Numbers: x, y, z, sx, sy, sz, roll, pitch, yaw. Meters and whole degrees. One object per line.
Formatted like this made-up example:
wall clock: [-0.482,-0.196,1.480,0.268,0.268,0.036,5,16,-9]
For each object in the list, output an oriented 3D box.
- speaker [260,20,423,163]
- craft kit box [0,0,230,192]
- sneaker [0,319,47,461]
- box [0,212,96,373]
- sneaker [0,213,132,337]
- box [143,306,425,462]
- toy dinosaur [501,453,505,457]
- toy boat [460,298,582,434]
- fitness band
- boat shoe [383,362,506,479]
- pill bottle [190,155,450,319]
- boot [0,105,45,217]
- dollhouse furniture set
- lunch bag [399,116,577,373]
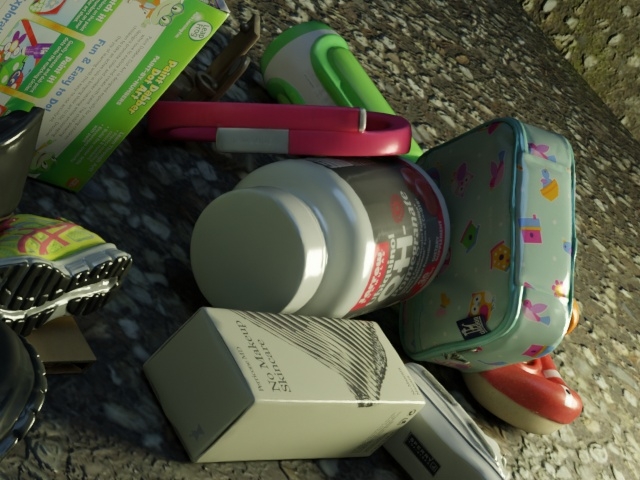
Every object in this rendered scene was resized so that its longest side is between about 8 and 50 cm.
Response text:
speaker: [0.039,-0.141,1.897,0.131,0.131,0.296,7,45,-55]
craft kit box: [-0.250,-0.172,1.332,0.247,0.250,0.061,22,32,-42]
sneaker: [-0.271,0.125,0.988,0.130,0.109,0.286,44,22,-21]
box: [-0.291,0.028,1.230,0.164,0.021,0.201,5,46,-56]
sneaker: [-0.248,0.022,1.203,0.094,0.081,0.208,40,19,18]
box: [-0.027,0.137,1.387,0.275,0.094,0.113,8,43,-54]
toy dinosaur: [0.169,0.256,1.584,0.090,0.047,0.082,55,44,-7]
toy boat: [0.251,0.119,1.789,0.151,0.151,0.231,23,32,-39]
fitness band: [-0.044,-0.126,1.619,0.291,0.054,0.209,2,6,-8]
boat shoe: [0.145,0.233,1.508,0.088,0.096,0.267,-15,54,-46]
pill bottle: [0.000,0.000,1.548,0.176,0.176,0.318,51,25,13]
boot: [-0.357,-0.083,1.161,0.229,0.091,0.263,22,24,5]
dollhouse furniture set: [-0.166,-0.228,1.708,0.151,0.123,0.144,35,26,-22]
lunch bag: [0.182,0.013,1.693,0.108,0.224,0.279,18,67,-33]
